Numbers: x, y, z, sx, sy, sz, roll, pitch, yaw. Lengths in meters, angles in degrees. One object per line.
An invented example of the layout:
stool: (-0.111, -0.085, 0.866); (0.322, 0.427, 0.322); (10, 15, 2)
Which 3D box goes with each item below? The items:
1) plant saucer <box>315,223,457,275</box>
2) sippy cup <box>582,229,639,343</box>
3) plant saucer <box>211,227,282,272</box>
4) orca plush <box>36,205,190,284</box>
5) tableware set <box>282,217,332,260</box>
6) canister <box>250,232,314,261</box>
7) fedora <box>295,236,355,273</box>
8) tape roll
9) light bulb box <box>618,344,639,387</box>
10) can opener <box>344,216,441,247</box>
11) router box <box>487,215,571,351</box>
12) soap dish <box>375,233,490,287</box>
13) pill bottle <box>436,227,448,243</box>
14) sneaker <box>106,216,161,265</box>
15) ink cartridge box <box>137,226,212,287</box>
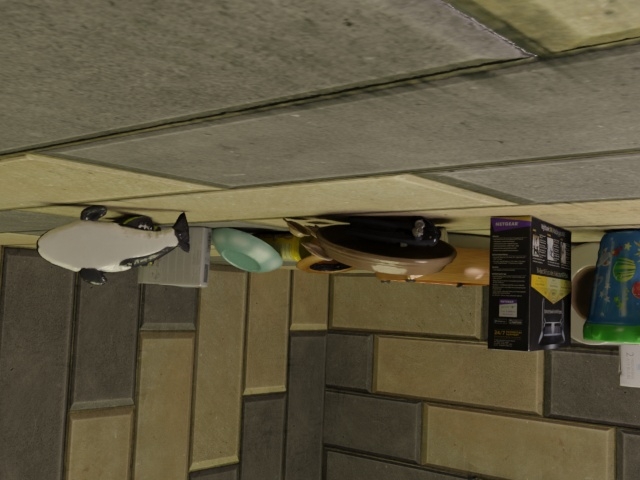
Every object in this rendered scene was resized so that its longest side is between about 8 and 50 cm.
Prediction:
plant saucer: (0.126, 0.017, 1.507); (0.277, 0.041, 0.278); (8, -167, -2)
sippy cup: (0.652, 0.094, 1.547); (0.240, 0.224, 0.305); (4, 176, -25)
plant saucer: (-0.189, 0.036, 1.893); (0.194, 0.037, 0.195); (18, 156, 8)
orca plush: (-0.405, -0.004, 1.526); (0.287, 0.151, 0.102); (-19, -173, -8)
tableware set: (0.000, 0.000, 1.587); (0.141, 0.020, 0.168); (39, -162, 30)
canister: (-0.084, 0.018, 1.933); (0.169, 0.073, 0.126); (1, 174, 35)
fedora: (0.030, 0.024, 1.809); (0.194, 0.079, 0.194); (-5, 165, -1)
tape roll: (0.706, 0.131, 1.862); (0.169, 0.246, 0.246); (6, 174, -37)
light bulb box: (0.955, 0.214, 2.066); (0.225, 0.358, 0.361); (-3, 172, 35)
can opener: (0.136, -0.015, 1.462); (0.186, 0.059, 0.073); (4, 151, 11)
router box: (0.414, 0.089, 1.495); (0.081, 0.243, 0.309); (0, 174, 31)
soap dish: (0.282, 0.049, 1.842); (0.290, 0.118, 0.229); (5, 175, -18)
pill bottle: (0.211, 0.008, 1.650); (0.120, 0.067, 0.067); (-2, 174, 19)
sneaker: (-0.436, 0.001, 1.716); (0.121, 0.111, 0.300); (8, 172, -4)
ink cartridge box: (-0.355, 0.040, 1.874); (0.179, 0.146, 0.045); (1, 173, 23)
